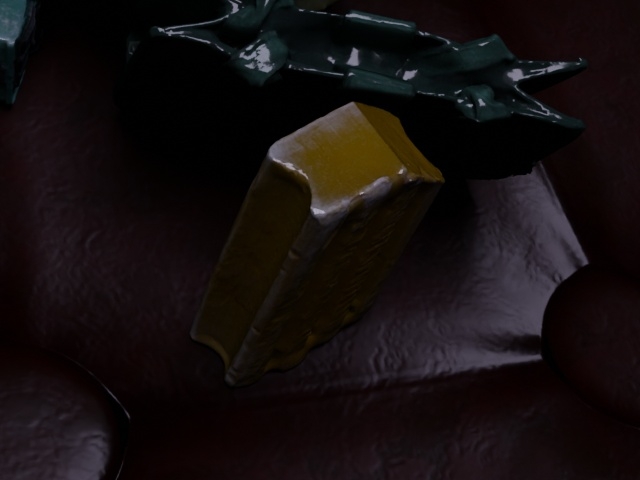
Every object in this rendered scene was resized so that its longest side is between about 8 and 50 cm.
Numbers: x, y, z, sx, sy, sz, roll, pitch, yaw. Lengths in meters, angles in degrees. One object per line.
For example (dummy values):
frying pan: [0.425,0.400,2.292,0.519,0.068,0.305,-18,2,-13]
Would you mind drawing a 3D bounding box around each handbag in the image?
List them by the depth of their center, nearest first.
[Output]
handbag: [0.013,-0.121,1.317,0.326,0.238,0.089,13,83,-12]

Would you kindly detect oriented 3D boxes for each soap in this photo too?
soap: [0.000,0.000,1.226,0.140,0.232,0.073,-31,71,-33]

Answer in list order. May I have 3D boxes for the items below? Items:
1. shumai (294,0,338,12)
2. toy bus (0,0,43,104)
shumai: [-0.083,-0.276,1.410,0.304,0.263,0.309,-20,58,2]
toy bus: [-0.262,-0.232,1.390,0.109,0.091,0.262,4,53,-9]
